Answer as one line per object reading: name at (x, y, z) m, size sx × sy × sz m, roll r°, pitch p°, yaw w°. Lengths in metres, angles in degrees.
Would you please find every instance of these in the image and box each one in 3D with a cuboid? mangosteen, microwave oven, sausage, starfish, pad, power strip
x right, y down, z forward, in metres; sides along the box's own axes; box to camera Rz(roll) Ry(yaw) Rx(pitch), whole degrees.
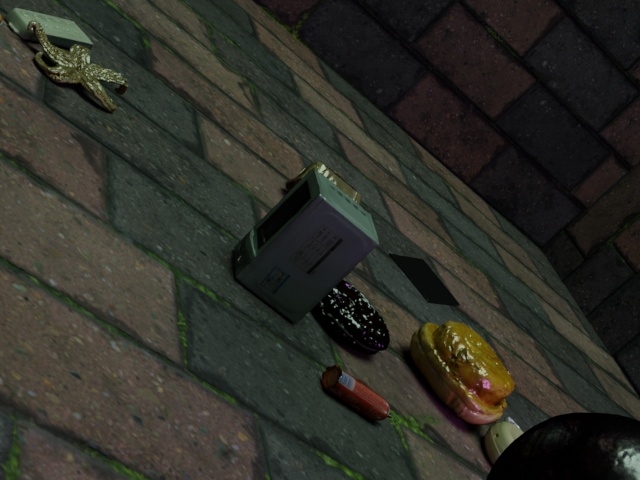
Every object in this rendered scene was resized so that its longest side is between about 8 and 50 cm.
mangosteen at (0.400, 0.459, 1.538) m, size 0.382 × 0.382 × 0.435 m, roll 45°, pitch 32°, yaw -4°
microwave oven at (-0.026, 0.009, 1.802) m, size 0.162 × 0.208 × 0.122 m, roll 39°, pitch 17°, yaw -23°
sausage at (0.065, 0.255, 1.736) m, size 0.145 × 0.048 × 0.050 m, roll 37°, pitch -20°, yaw -29°
starfish at (-0.422, -0.307, 1.849) m, size 0.210 × 0.053 × 0.150 m, roll 43°, pitch 23°, yaw -22°
pad at (0.266, 0.100, 2.693) m, size 0.163 × 0.004 × 0.243 m, roll 52°, pitch 17°, yaw 20°
power strip at (-0.482, -0.379, 1.936) m, size 0.060 × 0.027 × 0.253 m, roll 49°, pitch 16°, yaw 9°

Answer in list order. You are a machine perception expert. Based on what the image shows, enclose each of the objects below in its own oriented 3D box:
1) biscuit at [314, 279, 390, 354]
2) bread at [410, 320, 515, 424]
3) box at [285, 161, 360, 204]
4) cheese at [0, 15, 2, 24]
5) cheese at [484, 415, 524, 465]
biscuit at (0.052, 0.135, 1.973) m, size 0.194 × 0.053 × 0.194 m, roll 41°, pitch 16°, yaw -15°
bread at (0.282, 0.259, 2.129) m, size 0.236 × 0.120 × 0.198 m, roll 53°, pitch 19°, yaw 25°
box at (0.008, -0.093, 2.346) m, size 0.177 × 0.111 × 0.111 m, roll 39°, pitch 17°, yaw -20°
cheese at (-0.549, -0.365, 1.754) m, size 0.047 × 0.017 × 0.111 m, roll 37°, pitch 18°, yaw -20°
cheese at (0.385, 0.409, 2.126) m, size 0.137 × 0.064 × 0.227 m, roll 48°, pitch 17°, yaw -5°
